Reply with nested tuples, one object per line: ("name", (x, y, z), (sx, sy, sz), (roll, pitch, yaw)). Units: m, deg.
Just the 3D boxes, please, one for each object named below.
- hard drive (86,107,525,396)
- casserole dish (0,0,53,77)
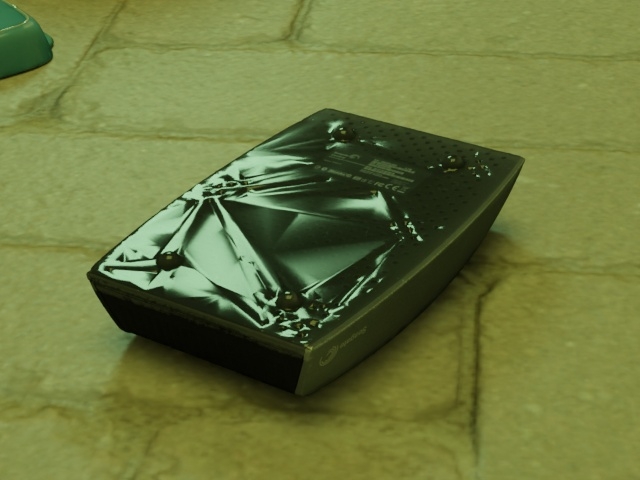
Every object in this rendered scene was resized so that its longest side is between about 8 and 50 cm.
("hard drive", (0.000, 0.000, 0.865), (0.172, 0.054, 0.254), (17, 35, 28))
("casserole dish", (-0.312, -0.161, 1.172), (0.188, 0.037, 0.114), (-20, 36, -30))
